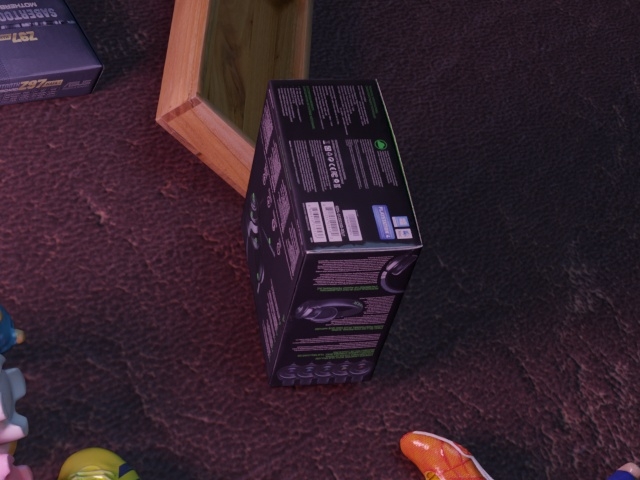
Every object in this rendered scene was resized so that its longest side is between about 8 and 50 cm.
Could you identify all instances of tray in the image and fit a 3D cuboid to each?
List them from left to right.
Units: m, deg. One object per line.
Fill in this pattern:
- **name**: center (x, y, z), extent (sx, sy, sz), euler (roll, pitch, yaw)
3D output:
- **tray**: center (-0.105, -0.253, 1.727), extent (0.203, 0.076, 0.411), euler (42, 36, -35)

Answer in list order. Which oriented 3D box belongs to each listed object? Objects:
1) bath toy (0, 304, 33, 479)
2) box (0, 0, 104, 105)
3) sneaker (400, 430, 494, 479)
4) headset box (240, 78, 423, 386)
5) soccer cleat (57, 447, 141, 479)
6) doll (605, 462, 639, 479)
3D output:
- **bath toy**: center (-0.325, 0.230, 1.188), extent (0.129, 0.151, 0.348), euler (-14, 58, 2)
- **box**: center (-0.407, -0.250, 1.596), extent (0.232, 0.059, 0.183), euler (-13, 63, -39)
- **sneaker**: center (0.158, 0.285, 1.492), extent (0.175, 0.064, 0.067), euler (40, 53, 8)
- **headset box**: center (0.000, 0.000, 1.488), extent (0.131, 0.283, 0.246), euler (-2, 52, -14)
- **soccer cleat**: center (-0.208, 0.259, 1.180), extent (0.093, 0.121, 0.289), euler (-21, 27, 1)
- **doll**: center (0.351, 0.346, 1.570), extent (0.129, 0.046, 0.189), euler (46, 43, 11)
